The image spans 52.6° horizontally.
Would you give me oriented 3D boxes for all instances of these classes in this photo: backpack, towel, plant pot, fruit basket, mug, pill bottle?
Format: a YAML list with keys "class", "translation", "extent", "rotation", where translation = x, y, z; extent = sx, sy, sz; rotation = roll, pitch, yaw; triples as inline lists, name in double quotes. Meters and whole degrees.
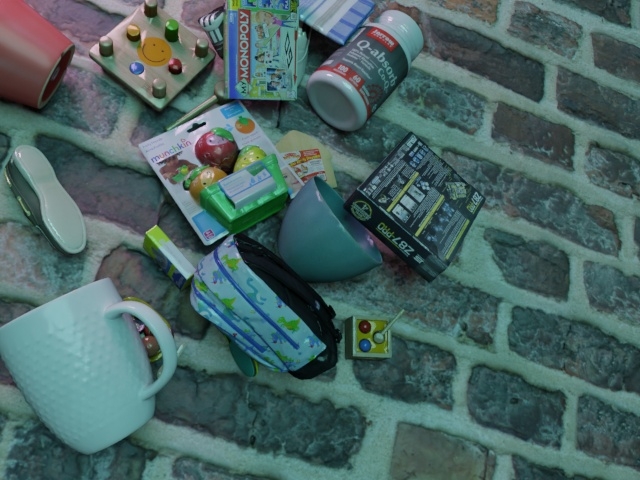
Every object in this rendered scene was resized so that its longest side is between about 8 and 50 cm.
- class: "backpack"
  translation: [-0.142, 0.148, 1.571]
  extent: [0.273, 0.290, 0.355]
  rotation: [-27, 120, 7]
- class: "towel"
  translation: [0.001, -0.711, 1.911]
  extent: [0.285, 0.034, 0.209]
  rotation: [34, 62, 4]
- class: "plant pot"
  translation: [0.000, 0.000, 1.721]
  extent: [0.195, 0.290, 0.290]
  rotation: [-38, 85, 13]
- class: "plant pot"
  translation: [-0.780, -0.479, 1.636]
  extent: [0.243, 0.275, 0.275]
  rotation: [29, 67, -16]
- class: "fruit basket"
  translation: [-0.260, -0.201, 1.743]
  extent: [0.327, 0.165, 0.353]
  rotation: [-30, 79, -21]
- class: "mug"
  translation: [-0.482, 0.269, 1.427]
  extent: [0.374, 0.276, 0.328]
  rotation: [-27, 92, 20]
- class: "pill bottle"
  translation: [0.140, -0.515, 1.937]
  extent: [0.210, 0.210, 0.363]
  rotation: [40, 66, -1]

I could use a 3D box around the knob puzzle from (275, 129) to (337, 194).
- class: "knob puzzle"
  translation: [-0.058, -0.228, 1.883]
  extent: [0.213, 0.030, 0.213]
  rotation: [5, 72, -15]

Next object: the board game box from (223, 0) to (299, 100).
- class: "board game box"
  translation: [-0.166, -0.557, 1.818]
  extent: [0.213, 0.046, 0.317]
  rotation: [-5, 104, -28]

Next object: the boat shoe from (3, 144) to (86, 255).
- class: "boat shoe"
  translation: [-0.689, -0.088, 1.617]
  extent: [0.305, 0.091, 0.109]
  rotation: [60, 30, 5]

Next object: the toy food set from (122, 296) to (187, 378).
- class: "toy food set"
  translation: [-0.433, 0.231, 1.600]
  extent: [0.218, 0.071, 0.128]
  rotation: [41, 66, -1]

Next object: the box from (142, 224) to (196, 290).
- class: "box"
  translation: [-0.379, 0.053, 1.653]
  extent: [0.042, 0.109, 0.178]
  rotation: [-41, 87, -28]

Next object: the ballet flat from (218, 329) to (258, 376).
- class: "ballet flat"
  translation: [-0.212, 0.239, 1.667]
  extent: [0.077, 0.077, 0.231]
  rotation: [-29, 80, -46]

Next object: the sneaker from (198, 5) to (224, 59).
- class: "sneaker"
  translation: [-0.255, -0.609, 1.909]
  extent: [0.281, 0.106, 0.162]
  rotation: [-56, 132, -52]

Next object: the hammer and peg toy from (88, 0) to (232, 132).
- class: "hammer and peg toy"
  translation: [-0.424, -0.481, 1.801]
  extent: [0.361, 0.127, 0.266]
  rotation: [39, 66, -2]

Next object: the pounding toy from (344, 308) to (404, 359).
- class: "pounding toy"
  translation: [0.147, 0.253, 1.750]
  extent: [0.141, 0.100, 0.130]
  rotation: [5, 72, -15]

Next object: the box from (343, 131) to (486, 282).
- class: "box"
  translation: [0.281, -0.109, 1.837]
  extent: [0.318, 0.097, 0.395]
  rotation: [40, 43, 0]

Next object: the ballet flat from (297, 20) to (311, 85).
- class: "ballet flat"
  translation: [-0.079, -0.642, 1.956]
  extent: [0.139, 0.139, 0.400]
  rotation: [17, 69, -11]
